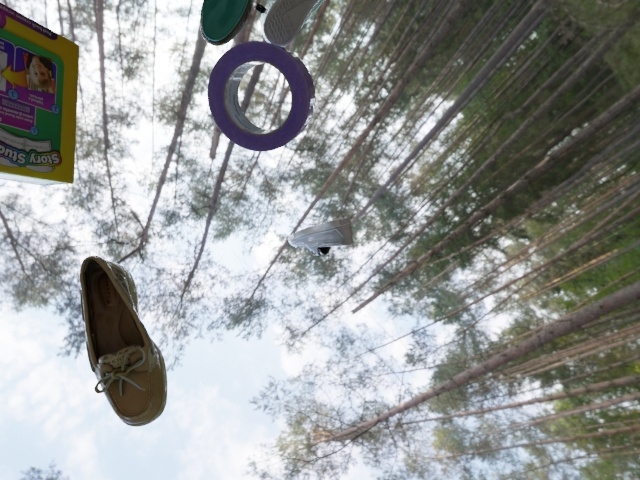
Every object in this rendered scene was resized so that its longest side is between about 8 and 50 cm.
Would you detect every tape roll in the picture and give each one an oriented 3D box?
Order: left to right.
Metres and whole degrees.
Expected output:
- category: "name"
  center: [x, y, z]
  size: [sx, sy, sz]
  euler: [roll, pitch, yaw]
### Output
- category: "tape roll"
  center: [-0.107, -0.267, 0.749]
  size: [0.189, 0.189, 0.080]
  euler: [33, -157, -6]

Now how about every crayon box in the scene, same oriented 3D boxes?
- category: "crayon box"
  center: [-0.638, -0.280, 0.727]
  size: [0.363, 0.106, 0.312]
  euler: [4, -91, -71]

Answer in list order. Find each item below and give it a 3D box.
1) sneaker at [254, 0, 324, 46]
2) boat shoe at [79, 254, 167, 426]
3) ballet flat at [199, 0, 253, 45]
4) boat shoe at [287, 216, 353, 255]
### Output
- category: "sneaker"
  center: [-0.036, -0.504, 0.786]
  size: [0.094, 0.256, 0.151]
  euler: [35, -166, -31]
- category: "boat shoe"
  center: [-0.333, 0.161, 0.650]
  size: [0.105, 0.089, 0.285]
  euler: [-24, -106, -12]
- category: "ballet flat"
  center: [-0.122, -0.369, 0.578]
  size: [0.070, 0.188, 0.070]
  euler: [21, -172, -3]
- category: "boat shoe"
  center: [0.000, 0.000, 0.814]
  size: [0.066, 0.184, 0.063]
  euler: [-14, -91, -45]
